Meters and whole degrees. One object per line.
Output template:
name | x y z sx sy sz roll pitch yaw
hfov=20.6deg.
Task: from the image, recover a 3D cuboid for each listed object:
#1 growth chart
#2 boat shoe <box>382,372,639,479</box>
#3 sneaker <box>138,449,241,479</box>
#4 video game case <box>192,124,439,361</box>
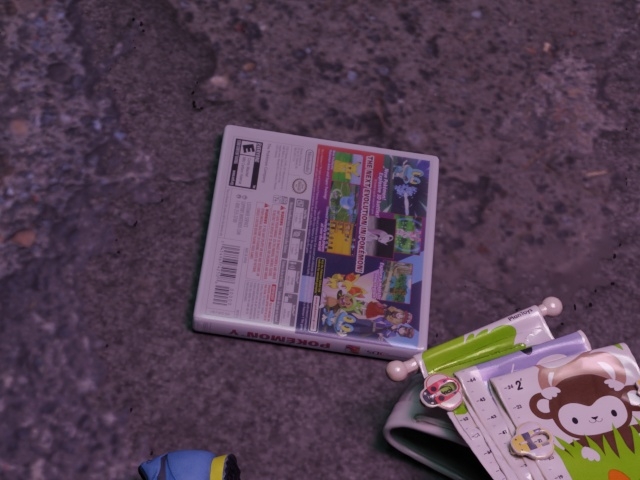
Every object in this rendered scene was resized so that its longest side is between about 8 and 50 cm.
growth chart | 0.181 0.134 1.242 0.172 0.021 0.237 -26 53 -23
boat shoe | 0.168 0.178 1.273 0.267 0.096 0.088 32 60 16
sneaker | -0.102 0.240 1.208 0.082 0.069 0.209 -3 54 8
video game case | 0.000 0.000 1.422 0.183 0.023 0.201 9 52 -2
